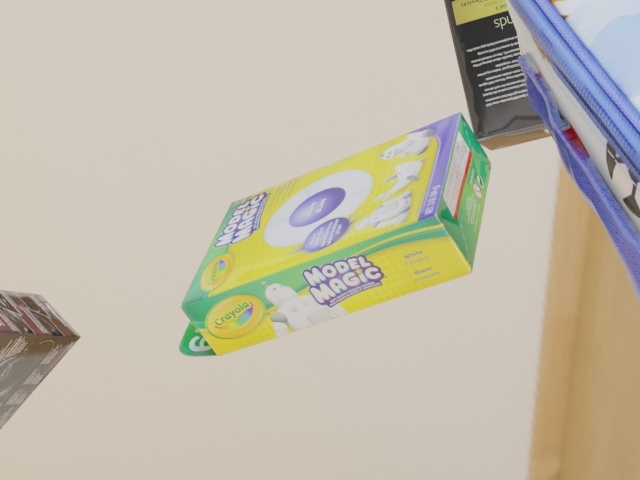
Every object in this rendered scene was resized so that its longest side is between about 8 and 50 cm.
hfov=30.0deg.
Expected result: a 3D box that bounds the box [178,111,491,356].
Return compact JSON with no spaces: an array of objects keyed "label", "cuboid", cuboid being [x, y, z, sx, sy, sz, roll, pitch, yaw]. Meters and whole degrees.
[{"label":"box","cuboid":[0.000,0.000,0.646,0.043,0.179,0.105,55,-150,-24]}]

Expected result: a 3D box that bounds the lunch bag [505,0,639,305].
[{"label":"lunch bag","cuboid":[0.192,-0.054,0.382,0.303,0.243,0.115,-111,-3,-46]}]

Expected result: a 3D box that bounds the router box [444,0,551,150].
[{"label":"router box","cuboid":[0.261,-0.232,1.027,0.081,0.308,0.243,7,-108,-71]}]

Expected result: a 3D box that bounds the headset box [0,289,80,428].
[{"label":"headset box","cuboid":[-0.151,0.053,0.514,0.032,0.062,0.083,43,-173,17]}]
